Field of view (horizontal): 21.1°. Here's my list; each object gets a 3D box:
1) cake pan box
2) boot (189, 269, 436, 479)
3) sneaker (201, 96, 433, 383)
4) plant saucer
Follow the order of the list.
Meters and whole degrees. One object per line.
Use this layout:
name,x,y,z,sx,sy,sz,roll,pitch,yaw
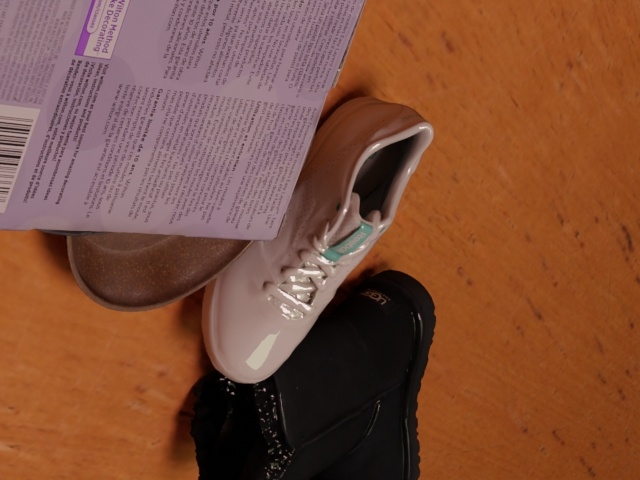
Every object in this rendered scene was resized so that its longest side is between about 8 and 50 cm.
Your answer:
cake pan box,-0.084,-0.122,0.862,0.245,0.070,0.267,2,115,-45
boot,-0.013,0.154,1.272,0.207,0.094,0.247,-25,133,-46
sneaker,0.000,0.000,1.108,0.080,0.094,0.212,34,83,-27
plant saucer,-0.082,-0.049,1.022,0.198,0.036,0.199,-36,147,-28
